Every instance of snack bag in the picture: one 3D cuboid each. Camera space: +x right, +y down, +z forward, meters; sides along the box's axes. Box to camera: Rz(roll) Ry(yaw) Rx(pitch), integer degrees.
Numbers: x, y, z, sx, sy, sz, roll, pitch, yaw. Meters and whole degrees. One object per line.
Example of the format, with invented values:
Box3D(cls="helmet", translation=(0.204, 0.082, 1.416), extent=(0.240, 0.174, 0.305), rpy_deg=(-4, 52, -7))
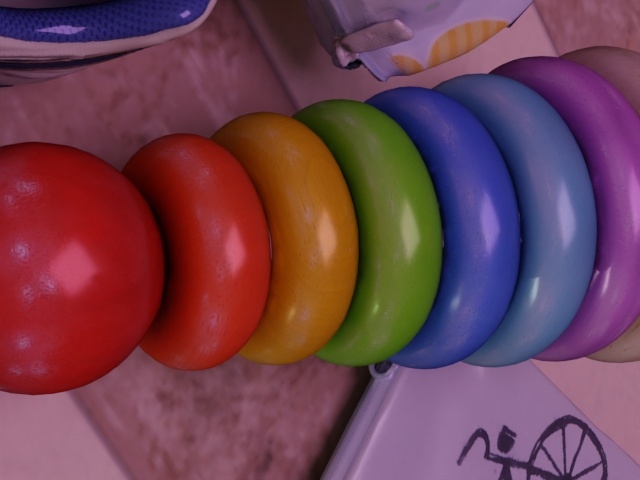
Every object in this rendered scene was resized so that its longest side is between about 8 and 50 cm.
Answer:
Box3D(cls="snack bag", translation=(0.078, 0.231, 0.773), extent=(0.342, 0.037, 0.323), rpy_deg=(44, 61, -30))

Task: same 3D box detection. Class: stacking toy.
Box3D(cls="stacking toy", translation=(0.000, 0.000, 0.640), extent=(0.330, 0.141, 0.141), rpy_deg=(-7, 95, -31))

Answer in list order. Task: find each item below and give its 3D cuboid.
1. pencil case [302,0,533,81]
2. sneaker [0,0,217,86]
Box3D(cls="pencil case", translation=(0.004, -0.158, 0.587), extent=(0.124, 0.113, 0.273), rpy_deg=(-51, 155, -2))
Box3D(cls="sneaker", translation=(-0.161, -0.118, 0.489), extent=(0.296, 0.131, 0.112), rpy_deg=(5, 88, -41))
